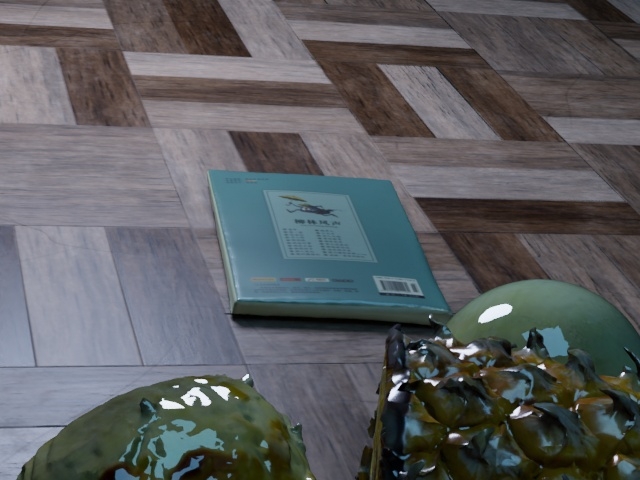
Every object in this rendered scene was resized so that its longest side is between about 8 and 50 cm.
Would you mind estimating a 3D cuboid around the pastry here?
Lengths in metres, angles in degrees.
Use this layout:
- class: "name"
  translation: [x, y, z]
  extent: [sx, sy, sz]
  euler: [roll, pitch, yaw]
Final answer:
- class: "pastry"
  translation: [-0.122, 0.210, 1.227]
  extent: [0.256, 0.170, 0.237]
  euler: [-12, 29, -28]

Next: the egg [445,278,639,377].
- class: "egg"
  translation: [0.212, 0.143, 1.422]
  extent: [0.218, 0.218, 0.295]
  euler: [16, 13, 14]

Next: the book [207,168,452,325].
- class: "book"
  translation: [0.000, 0.000, 1.863]
  extent: [0.264, 0.031, 0.379]
  euler: [4, 25, -11]

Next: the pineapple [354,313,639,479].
- class: "pineapple"
  translation: [0.159, 0.234, 1.088]
  extent: [0.300, 0.352, 0.352]
  euler: [14, 25, -4]
